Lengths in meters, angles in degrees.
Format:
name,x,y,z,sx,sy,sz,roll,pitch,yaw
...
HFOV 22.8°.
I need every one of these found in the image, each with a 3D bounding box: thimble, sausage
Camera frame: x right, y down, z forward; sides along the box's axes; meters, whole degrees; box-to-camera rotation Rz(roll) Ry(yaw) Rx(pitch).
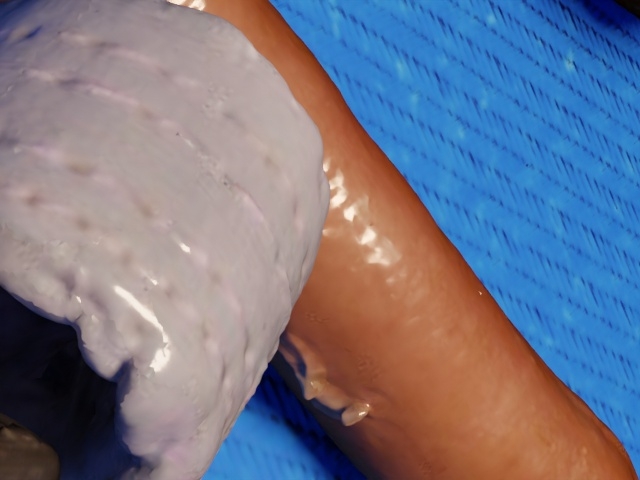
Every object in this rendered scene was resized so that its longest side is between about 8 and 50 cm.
name,x,y,z,sx,sy,sz,roll,pitch,yaw
thimble,-0.080,0.010,0.453,0.127,0.151,0.118,45,45,-18
sausage,0.000,0.000,0.595,0.094,0.094,0.419,-45,116,-13

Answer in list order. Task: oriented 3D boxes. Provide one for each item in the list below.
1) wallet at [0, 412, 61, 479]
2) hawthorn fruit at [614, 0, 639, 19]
name,x,y,z,sx,sy,sz,roll,pitch,yaw
wallet,-0.163,0.170,0.280,0.170,0.044,0.321,15,99,-48
hawthorn fruit,0.218,-0.254,0.799,0.254,0.254,0.300,-18,85,-49
